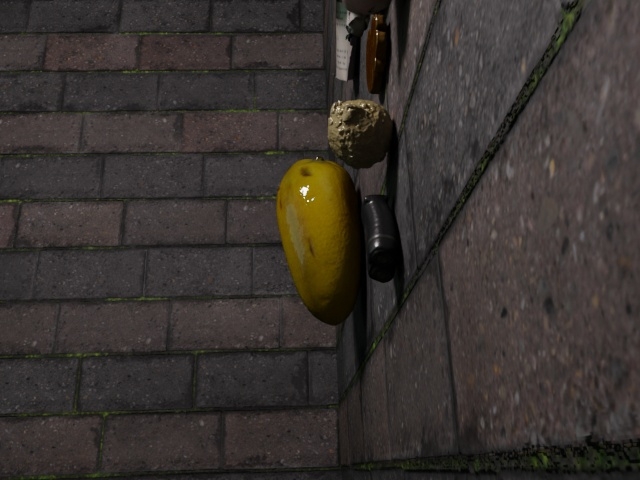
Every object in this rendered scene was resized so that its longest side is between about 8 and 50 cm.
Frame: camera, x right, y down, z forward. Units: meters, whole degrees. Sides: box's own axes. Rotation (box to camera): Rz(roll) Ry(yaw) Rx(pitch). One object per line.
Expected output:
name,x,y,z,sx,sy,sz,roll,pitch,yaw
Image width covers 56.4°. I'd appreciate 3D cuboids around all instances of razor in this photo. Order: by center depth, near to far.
razor,0.100,-0.007,1.005,0.148,0.054,0.090,-92,2,-46

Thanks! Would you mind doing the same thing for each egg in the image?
egg,0.066,-0.183,1.020,0.140,0.118,0.116,116,171,-66

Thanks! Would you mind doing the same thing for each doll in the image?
doll,0.072,-0.423,0.907,0.149,0.095,0.192,-27,61,53

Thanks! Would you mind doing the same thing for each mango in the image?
mango,0.000,0.000,1.550,0.301,0.221,0.444,108,158,-75

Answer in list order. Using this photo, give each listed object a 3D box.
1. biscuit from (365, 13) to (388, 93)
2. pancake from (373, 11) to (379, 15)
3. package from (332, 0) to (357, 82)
biscuit,0.105,-0.343,1.102,0.175,0.026,0.124,98,169,-79
pancake,0.100,-0.541,1.066,0.250,0.031,0.250,178,90,-87
package,0.067,-0.546,1.592,0.251,0.062,0.203,-87,-2,-65
